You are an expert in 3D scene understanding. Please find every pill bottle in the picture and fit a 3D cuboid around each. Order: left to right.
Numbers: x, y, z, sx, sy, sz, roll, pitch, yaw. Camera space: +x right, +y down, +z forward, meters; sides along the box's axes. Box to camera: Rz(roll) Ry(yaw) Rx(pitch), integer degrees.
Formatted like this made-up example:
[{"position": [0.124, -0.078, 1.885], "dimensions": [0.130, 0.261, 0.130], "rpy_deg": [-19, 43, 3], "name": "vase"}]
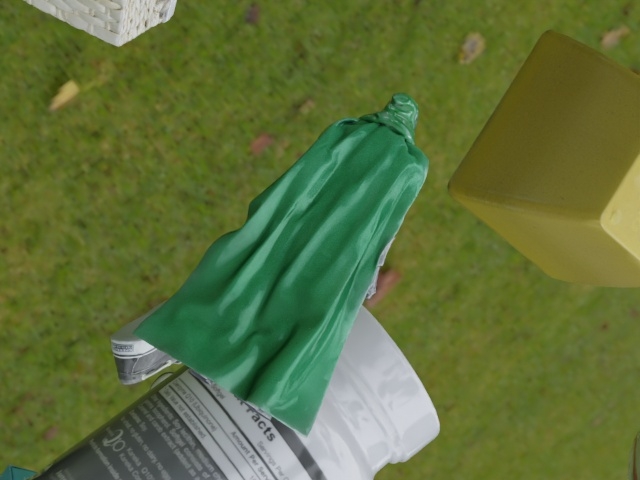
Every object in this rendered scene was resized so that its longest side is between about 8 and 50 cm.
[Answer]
[{"position": [-0.085, 0.213, 1.157], "dimensions": [0.363, 0.210, 0.210], "rpy_deg": [-36, 155, -14], "name": "pill bottle"}]

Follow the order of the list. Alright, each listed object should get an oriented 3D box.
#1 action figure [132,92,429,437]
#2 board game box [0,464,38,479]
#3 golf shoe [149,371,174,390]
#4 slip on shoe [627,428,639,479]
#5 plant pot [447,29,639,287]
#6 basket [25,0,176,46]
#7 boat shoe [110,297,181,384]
[{"position": [0.000, 0.000, 0.849], "dimensions": [0.232, 0.137, 0.063], "rpy_deg": [-56, 161, -12], "name": "action figure"}, {"position": [-0.173, 0.383, 1.329], "dimensions": [0.336, 0.254, 0.079], "rpy_deg": [21, 123, -33], "name": "board game box"}, {"position": [-0.209, 0.261, 1.764], "dimensions": [0.077, 0.198, 0.094], "rpy_deg": [5, 152, -2], "name": "golf shoe"}, {"position": [0.223, 0.229, 0.724], "dimensions": [0.123, 0.331, 0.101], "rpy_deg": [15, 130, -13], "name": "slip on shoe"}, {"position": [0.305, -0.067, 1.380], "dimensions": [0.212, 0.187, 0.212], "rpy_deg": [35, 85, -36], "name": "plant pot"}, {"position": [-0.233, -0.282, 1.312], "dimensions": [0.103, 0.167, 0.113], "rpy_deg": [-50, 163, -45], "name": "basket"}, {"position": [-0.198, 0.127, 1.753], "dimensions": [0.219, 0.078, 0.070], "rpy_deg": [-27, 119, -50], "name": "boat shoe"}]
